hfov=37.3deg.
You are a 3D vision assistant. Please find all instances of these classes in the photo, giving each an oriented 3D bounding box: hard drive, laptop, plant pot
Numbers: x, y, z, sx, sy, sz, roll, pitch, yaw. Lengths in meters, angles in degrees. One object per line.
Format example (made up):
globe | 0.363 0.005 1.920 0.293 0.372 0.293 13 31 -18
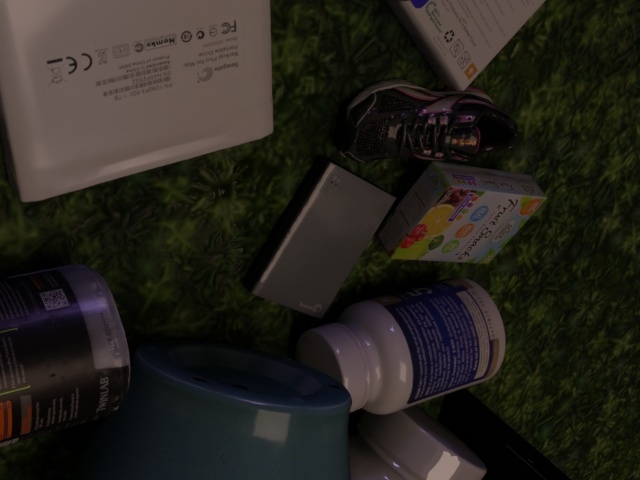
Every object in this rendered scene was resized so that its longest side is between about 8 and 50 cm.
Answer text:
hard drive | 0.000 0.000 0.855 0.094 0.022 0.135 24 101 -44
laptop | 0.139 0.331 1.020 0.136 0.234 0.264 -6 121 -36
hard drive | -0.128 -0.191 0.625 0.203 0.040 0.308 -19 127 -28
plant pot | -0.088 0.224 0.779 0.271 0.271 0.255 10 95 -41

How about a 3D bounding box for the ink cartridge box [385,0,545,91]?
ink cartridge box | 0.132 -0.262 0.775 0.208 0.045 0.206 -47 134 -1

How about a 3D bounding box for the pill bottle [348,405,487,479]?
pill bottle | 0.033 0.304 0.973 0.283 0.160 0.160 -53 135 3

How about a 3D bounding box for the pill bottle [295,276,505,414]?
pill bottle | 0.075 0.106 0.916 0.186 0.112 0.112 -12 123 -32

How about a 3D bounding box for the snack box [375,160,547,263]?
snack box | 0.137 -0.024 0.913 0.141 0.037 0.100 4 137 -40

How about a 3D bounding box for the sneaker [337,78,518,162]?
sneaker | 0.102 -0.101 0.832 0.178 0.077 0.072 -15 124 -29

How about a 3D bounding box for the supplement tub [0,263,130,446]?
supplement tub | -0.240 0.088 0.660 0.190 0.117 0.117 -11 123 -32
